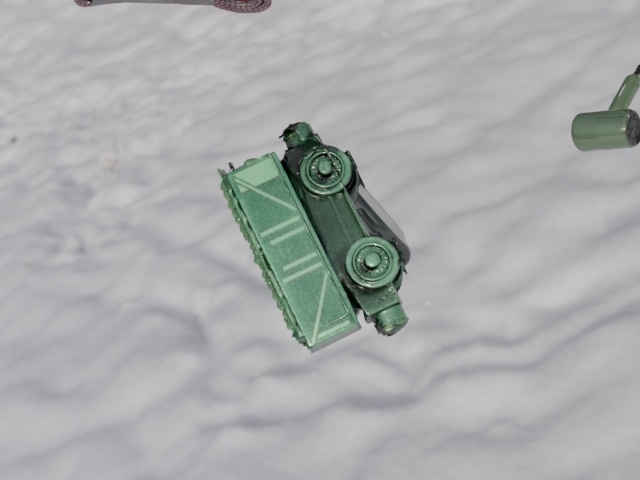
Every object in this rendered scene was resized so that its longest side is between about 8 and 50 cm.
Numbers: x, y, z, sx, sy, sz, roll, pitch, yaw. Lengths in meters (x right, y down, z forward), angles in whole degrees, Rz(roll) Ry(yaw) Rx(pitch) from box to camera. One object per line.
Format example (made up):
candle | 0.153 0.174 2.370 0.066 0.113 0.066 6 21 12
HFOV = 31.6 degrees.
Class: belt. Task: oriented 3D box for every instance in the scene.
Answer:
belt | -0.170 -0.302 1.314 0.232 0.053 0.071 1 -17 -4

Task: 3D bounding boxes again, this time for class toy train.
toy train | 0.000 0.000 1.303 0.154 0.269 0.115 -27 -9 4

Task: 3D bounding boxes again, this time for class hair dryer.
hair dryer | 0.357 -0.161 1.337 0.071 0.047 0.150 0 42 41

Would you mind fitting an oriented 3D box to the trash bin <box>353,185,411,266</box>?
trash bin | 0.054 -0.019 1.742 0.101 0.177 0.236 -43 3 9
